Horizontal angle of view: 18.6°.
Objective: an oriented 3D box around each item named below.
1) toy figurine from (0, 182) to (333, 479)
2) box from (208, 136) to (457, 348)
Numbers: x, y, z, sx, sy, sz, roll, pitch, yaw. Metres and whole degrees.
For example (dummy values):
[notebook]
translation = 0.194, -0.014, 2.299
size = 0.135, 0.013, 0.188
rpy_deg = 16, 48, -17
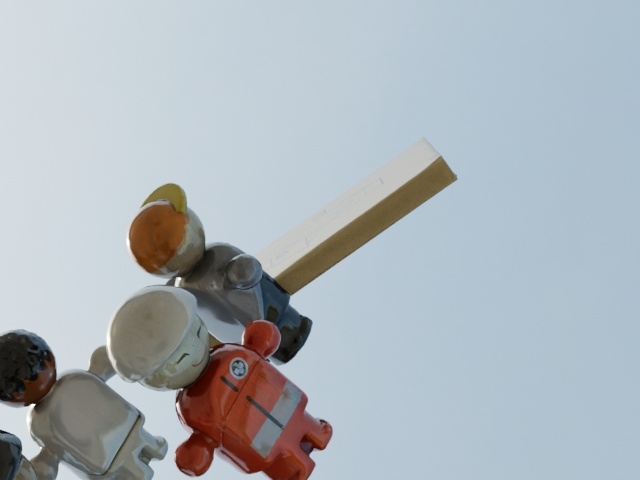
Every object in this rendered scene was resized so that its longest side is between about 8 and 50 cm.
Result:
[toy figurine]
translation = -0.113, 0.091, 1.149
size = 0.213, 0.148, 0.209
rpy_deg = -41, -157, 17
[box]
translation = 0.000, 0.000, 1.326
size = 0.201, 0.164, 0.021
rpy_deg = -35, -83, 3
